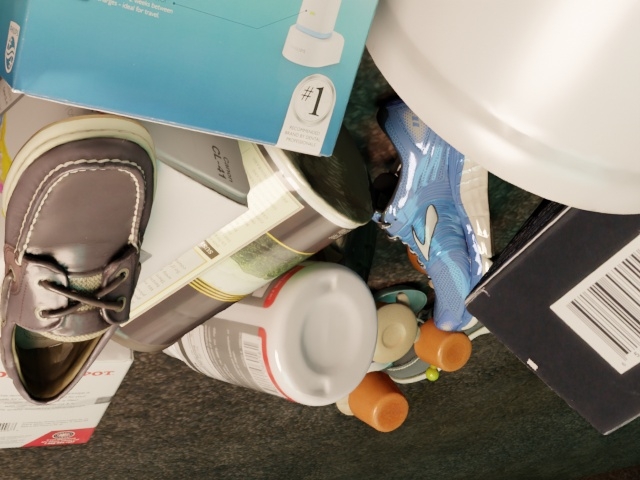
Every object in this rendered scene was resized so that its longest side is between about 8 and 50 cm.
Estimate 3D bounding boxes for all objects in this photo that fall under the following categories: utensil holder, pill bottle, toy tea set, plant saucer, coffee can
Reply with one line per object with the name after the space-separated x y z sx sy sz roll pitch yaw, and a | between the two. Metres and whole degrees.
0.236 -0.263 0.525 0.327 0.328 0.386 -2 144 -23 | utensil holder
-0.082 0.098 0.984 0.161 0.161 0.283 15 172 -42 | pill bottle
0.134 0.106 1.142 0.336 0.124 0.200 -42 120 -9 | toy tea set
0.117 0.106 1.336 0.119 0.021 0.119 -12 148 -8 | plant saucer
-0.112 -0.036 0.824 0.275 0.202 0.201 -32 146 23 | coffee can

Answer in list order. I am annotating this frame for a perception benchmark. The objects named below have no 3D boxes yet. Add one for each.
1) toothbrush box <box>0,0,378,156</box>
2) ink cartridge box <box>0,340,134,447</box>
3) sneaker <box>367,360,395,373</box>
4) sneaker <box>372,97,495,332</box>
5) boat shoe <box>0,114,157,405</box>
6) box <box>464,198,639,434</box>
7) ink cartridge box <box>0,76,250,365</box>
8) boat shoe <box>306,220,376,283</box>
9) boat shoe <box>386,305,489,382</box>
-0.065 -0.223 0.493 0.216 0.126 0.296 6 108 -35 | toothbrush box
-0.394 0.183 1.115 0.196 0.114 0.273 4 144 -30 | ink cartridge box
0.000 0.168 1.334 0.283 0.107 0.124 -27 116 36 | sneaker
0.131 -0.032 0.976 0.147 0.130 0.330 -7 118 7 | sneaker
-0.172 0.028 0.560 0.102 0.092 0.285 -1 148 -31 | boat shoe
0.390 -0.032 0.893 0.395 0.212 0.293 -40 171 -46 | box
-0.232 -0.058 0.706 0.306 0.226 0.131 -34 146 24 | ink cartridge box
0.000 0.000 1.041 0.119 0.123 0.324 11 151 14 | boat shoe
0.206 0.135 1.370 0.099 0.116 0.319 33 128 -22 | boat shoe
